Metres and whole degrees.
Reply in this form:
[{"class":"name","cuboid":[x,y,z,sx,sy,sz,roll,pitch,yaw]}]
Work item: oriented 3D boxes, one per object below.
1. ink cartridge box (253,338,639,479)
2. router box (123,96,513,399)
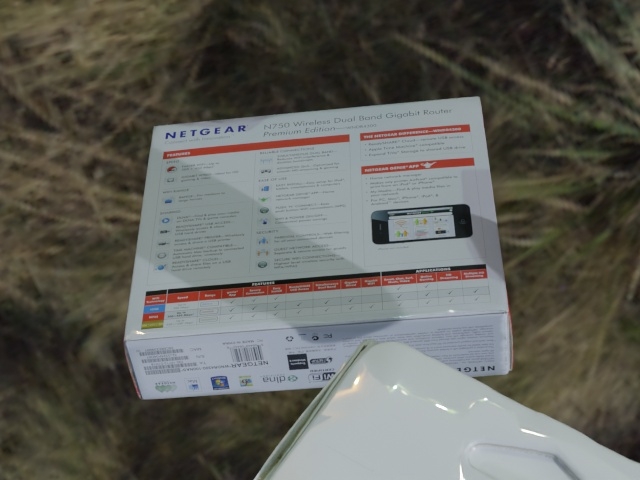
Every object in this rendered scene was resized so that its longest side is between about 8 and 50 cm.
[{"class":"ink cartridge box","cuboid":[0.083,0.201,0.658,0.207,0.117,0.283,26,149,25]},{"class":"router box","cuboid":[0.000,0.000,1.320,0.335,0.301,0.082,-4,133,5]}]
